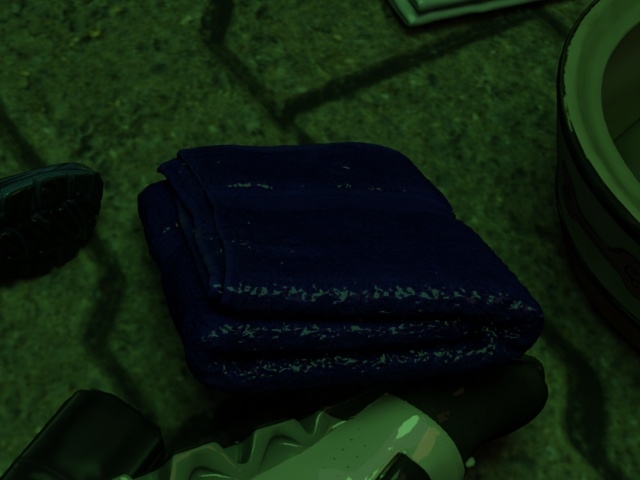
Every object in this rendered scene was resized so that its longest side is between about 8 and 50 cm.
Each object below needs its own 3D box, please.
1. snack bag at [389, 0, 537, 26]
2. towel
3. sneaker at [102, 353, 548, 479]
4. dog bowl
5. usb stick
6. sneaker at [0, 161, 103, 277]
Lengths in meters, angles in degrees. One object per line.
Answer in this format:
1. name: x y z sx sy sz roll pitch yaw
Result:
1. snack bag: 0.150 -0.350 1.413 0.323 0.037 0.342 -16 52 -22
2. towel: 0.000 0.000 0.961 0.227 0.076 0.308 -5 22 -11
3. sneaker: 0.020 0.173 0.875 0.330 0.122 0.146 -19 71 -27
4. dog bowl: 0.365 -0.038 1.075 0.407 0.150 0.408 4 47 -4
5. usb stick: -0.193 0.199 0.857 0.077 0.045 0.278 29 50 10
6. sneaker: -0.262 -0.016 1.026 0.221 0.083 0.087 -19 44 -27
